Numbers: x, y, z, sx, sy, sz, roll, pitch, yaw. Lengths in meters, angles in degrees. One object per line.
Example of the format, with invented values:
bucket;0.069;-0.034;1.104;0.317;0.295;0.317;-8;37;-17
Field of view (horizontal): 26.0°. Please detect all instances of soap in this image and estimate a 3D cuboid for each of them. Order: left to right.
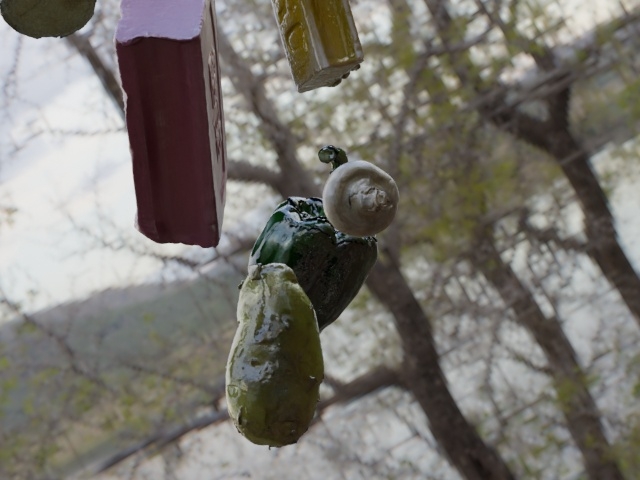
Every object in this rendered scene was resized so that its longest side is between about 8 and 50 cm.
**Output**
soap;-0.209;-0.191;1.976;0.128;0.359;0.233;-1;39;2
soap;-0.016;-0.321;1.802;0.073;0.232;0.140;-14;-4;-19

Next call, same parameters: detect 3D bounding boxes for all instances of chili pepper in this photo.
chili pepper;0.000;0.000;1.904;0.261;0.165;0.174;-62;-10;17

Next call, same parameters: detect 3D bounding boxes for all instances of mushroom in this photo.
mushroom;0.047;-0.043;1.476;0.085;0.085;0.079;-29;13;-11

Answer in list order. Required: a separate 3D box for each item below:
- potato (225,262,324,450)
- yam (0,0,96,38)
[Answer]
potato;-0.055;0.136;1.648;0.117;0.225;0.090;6;-16;-20
yam;-0.298;-0.293;1.497;0.107;0.183;0.107;-9;-47;-9
